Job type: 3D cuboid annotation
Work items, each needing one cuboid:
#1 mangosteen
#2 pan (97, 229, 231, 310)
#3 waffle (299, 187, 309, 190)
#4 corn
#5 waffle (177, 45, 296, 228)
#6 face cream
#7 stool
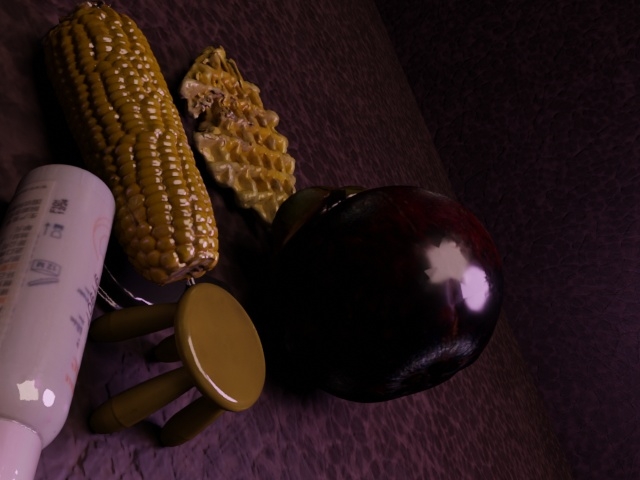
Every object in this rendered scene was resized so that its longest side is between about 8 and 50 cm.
[{"bbox_3d":[0.081,0.053,0.870,0.300,0.300,0.300,50,25,-34],"label":"mangosteen"},{"bbox_3d":[-0.155,0.027,0.693,0.235,0.028,0.136,29,38,-57],"label":"pan"},{"bbox_3d":[-0.003,-0.003,1.081,0.191,0.038,0.191,52,23,-34],"label":"waffle"},{"bbox_3d":[-0.179,-0.096,0.634,0.106,0.106,0.305,23,37,-60],"label":"corn"},{"bbox_3d":[-0.112,-0.145,0.962,0.250,0.056,0.261,54,21,-29],"label":"waffle"},{"bbox_3d":[-0.203,0.060,0.470,0.082,0.082,0.269,46,28,-39],"label":"face cream"},{"bbox_3d":[-0.120,0.105,0.573,0.135,0.110,0.134,59,20,-11],"label":"stool"}]
